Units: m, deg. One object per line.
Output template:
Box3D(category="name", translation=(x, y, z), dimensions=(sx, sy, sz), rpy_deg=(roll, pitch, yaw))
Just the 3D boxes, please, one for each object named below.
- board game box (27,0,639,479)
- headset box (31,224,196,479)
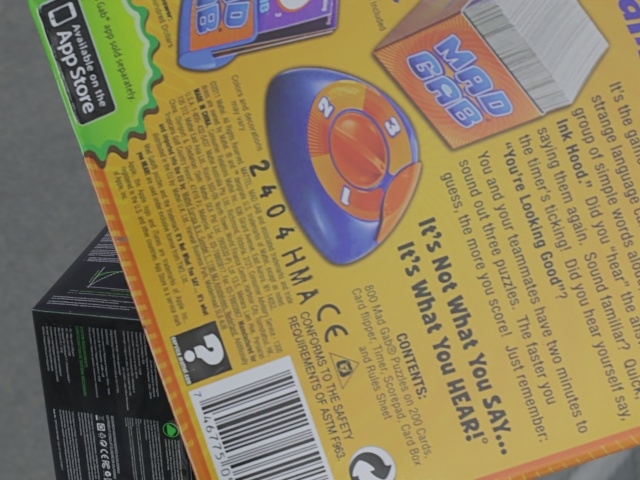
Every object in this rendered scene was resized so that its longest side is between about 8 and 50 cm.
Box3D(category="board game box", translation=(0.099, -0.045, 0.991), dimensions=(0.357, 0.356, 0.356), rpy_deg=(70, 18, 4))
Box3D(category="headset box", translation=(-0.126, 0.105, 1.376), dimensions=(0.283, 0.131, 0.246), rpy_deg=(-59, 151, -60))
